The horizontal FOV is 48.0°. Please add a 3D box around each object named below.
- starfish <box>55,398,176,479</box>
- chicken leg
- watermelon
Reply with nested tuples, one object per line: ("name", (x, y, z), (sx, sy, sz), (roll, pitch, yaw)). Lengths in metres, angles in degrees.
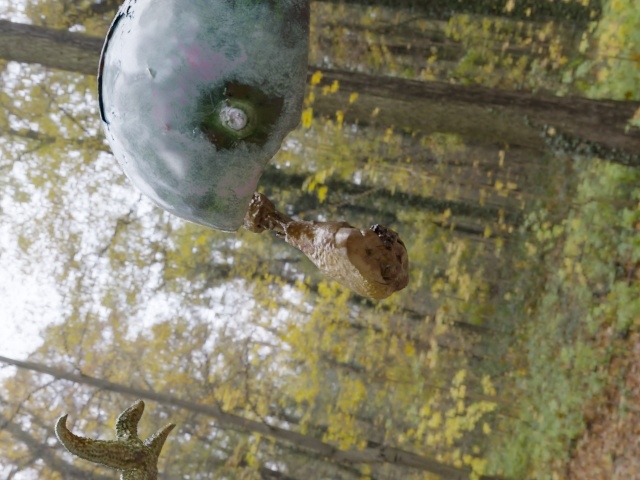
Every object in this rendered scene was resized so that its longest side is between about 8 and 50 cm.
("starfish", (-0.193, 0.249, 0.762), (0.217, 0.050, 0.223), (60, -164, -20))
("chicken leg", (-0.001, 0.002, 0.930), (0.107, 0.251, 0.087), (98, -162, -59))
("watermelon", (-0.132, -0.142, 0.746), (0.175, 0.188, 0.322), (-125, 45, -60))
